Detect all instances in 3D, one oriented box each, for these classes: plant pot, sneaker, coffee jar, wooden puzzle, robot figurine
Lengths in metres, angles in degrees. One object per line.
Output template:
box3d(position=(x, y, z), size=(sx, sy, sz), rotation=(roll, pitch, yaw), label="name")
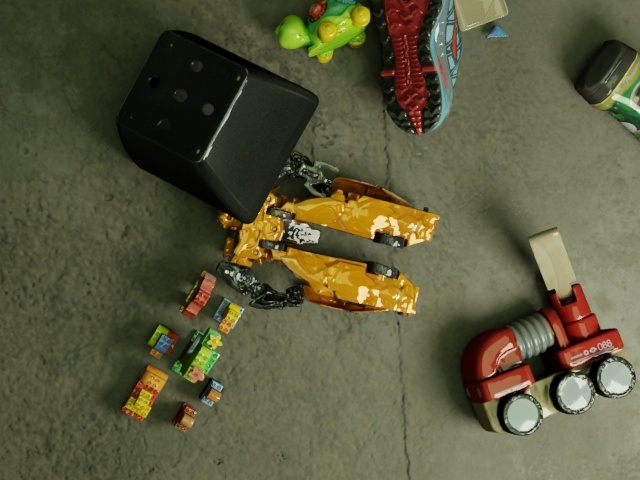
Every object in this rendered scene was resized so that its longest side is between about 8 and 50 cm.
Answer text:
box3d(position=(-0.141, -0.155, 1.601), size=(0.187, 0.167, 0.188), rotation=(28, 87, 18), label="plant pot")
box3d(position=(0.133, -0.276, 1.724), size=(0.104, 0.125, 0.262), rotation=(6, 103, 23), label="sneaker")
box3d(position=(0.445, -0.193, 1.812), size=(0.184, 0.079, 0.096), rotation=(36, 89, -14), label="coffee jar")
box3d(position=(0.212, -0.329, 1.783), size=(0.078, 0.014, 0.116), rotation=(-14, 97, -7), label="wooden puzzle")
box3d(position=(0.000, 0.000, 1.725), size=(0.291, 0.085, 0.211), rotation=(14, 91, -14), label="robot figurine")

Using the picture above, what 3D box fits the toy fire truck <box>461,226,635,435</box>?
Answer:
box3d(position=(0.293, 0.122, 1.780), size=(0.217, 0.158, 0.246), rotation=(-20, 87, -10), label="toy fire truck")

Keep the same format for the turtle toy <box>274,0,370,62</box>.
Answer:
box3d(position=(0.005, -0.280, 1.706), size=(0.130, 0.095, 0.066), rotation=(-25, 78, -10), label="turtle toy")

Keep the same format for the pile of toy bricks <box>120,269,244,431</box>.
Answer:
box3d(position=(-0.164, 0.154, 1.690), size=(0.118, 0.105, 0.212), rotation=(31, 88, -13), label="pile of toy bricks")
